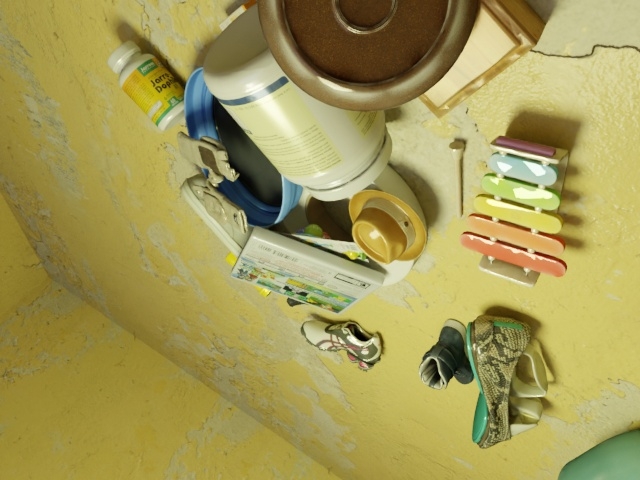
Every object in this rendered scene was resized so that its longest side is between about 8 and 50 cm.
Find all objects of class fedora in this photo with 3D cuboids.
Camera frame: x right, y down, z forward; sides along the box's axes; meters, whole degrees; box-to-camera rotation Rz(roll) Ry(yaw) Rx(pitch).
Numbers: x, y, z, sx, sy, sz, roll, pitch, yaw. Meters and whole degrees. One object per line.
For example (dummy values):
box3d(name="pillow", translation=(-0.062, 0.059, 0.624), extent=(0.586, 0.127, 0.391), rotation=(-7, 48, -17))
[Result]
box3d(name="fedora", translation=(0.127, -0.014, 1.171), extent=(0.194, 0.079, 0.194), rotation=(26, 144, 21))

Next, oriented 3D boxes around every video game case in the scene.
box3d(name="video game case", translation=(-0.046, 0.087, 1.400), extent=(0.328, 0.036, 0.300), rotation=(20, 154, -10))

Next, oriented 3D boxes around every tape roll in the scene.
box3d(name="tape roll", translation=(0.064, -0.054, 1.323), extent=(0.391, 0.072, 0.392), rotation=(27, 144, 21))

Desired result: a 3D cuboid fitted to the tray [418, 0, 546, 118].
box3d(name="tray", translation=(0.115, -0.393, 0.837), extent=(0.411, 0.076, 0.203), rotation=(41, 143, -12))

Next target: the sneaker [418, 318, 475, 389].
box3d(name="sneaker", translation=(0.325, 0.335, 1.423), extent=(0.086, 0.163, 0.226), rotation=(7, 135, 38))

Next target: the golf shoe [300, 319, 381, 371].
box3d(name="golf shoe", translation=(0.066, 0.289, 1.709), extent=(0.272, 0.105, 0.120), rotation=(20, 123, 22))

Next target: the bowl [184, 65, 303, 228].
box3d(name="bowl", translation=(-0.180, -0.218, 1.297), extent=(0.391, 0.077, 0.391), rotation=(36, 142, 35))

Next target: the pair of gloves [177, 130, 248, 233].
box3d(name="pair of gloves", translation=(-0.255, -0.146, 1.355), extent=(0.204, 0.042, 0.240), rotation=(22, 135, 41))

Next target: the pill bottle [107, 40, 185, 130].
box3d(name="pill bottle", translation=(-0.425, -0.388, 1.391), extent=(0.208, 0.117, 0.117), rotation=(48, 146, -9))

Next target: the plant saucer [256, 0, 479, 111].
box3d(name="plant saucer", translation=(0.062, -0.329, 0.757), extent=(0.310, 0.050, 0.311), rotation=(2, 112, 5))

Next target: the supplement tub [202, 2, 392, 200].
box3d(name="supplement tub", translation=(-0.027, -0.247, 1.004), extent=(0.235, 0.236, 0.325), rotation=(7, 150, 41))

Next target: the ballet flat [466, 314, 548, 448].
box3d(name="ballet flat", translation=(0.456, 0.369, 1.357), extent=(0.181, 0.164, 0.483), rotation=(1, 131, 18))

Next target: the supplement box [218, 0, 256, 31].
box3d(name="supplement box", translation=(-0.155, -0.439, 1.135), extent=(0.098, 0.036, 0.062), rotation=(-10, 122, 49))

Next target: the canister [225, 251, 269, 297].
box3d(name="canister", translation=(-0.203, 0.088, 1.715), extent=(0.170, 0.073, 0.126), rotation=(42, -173, 3))

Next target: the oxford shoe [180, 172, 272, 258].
box3d(name="oxford shoe", translation=(-0.200, -0.024, 1.569), extent=(0.449, 0.130, 0.169), rotation=(49, -174, -13))

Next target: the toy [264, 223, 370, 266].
box3d(name="toy", translation=(0.000, 0.000, 1.320), extent=(0.237, 0.056, 0.137), rotation=(12, 161, 22))

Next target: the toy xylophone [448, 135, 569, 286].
box3d(name="toy xylophone", translation=(0.340, -0.064, 1.027), extent=(0.236, 0.081, 0.323), rotation=(14, 138, 35))

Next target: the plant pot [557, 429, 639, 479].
box3d(name="plant pot", translation=(0.704, 0.548, 1.193), extent=(0.293, 0.293, 0.235), rotation=(32, 130, 14))

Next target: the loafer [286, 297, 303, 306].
box3d(name="loafer", translation=(-0.029, 0.165, 1.659), extent=(0.078, 0.076, 0.223), rotation=(53, 142, -3))
